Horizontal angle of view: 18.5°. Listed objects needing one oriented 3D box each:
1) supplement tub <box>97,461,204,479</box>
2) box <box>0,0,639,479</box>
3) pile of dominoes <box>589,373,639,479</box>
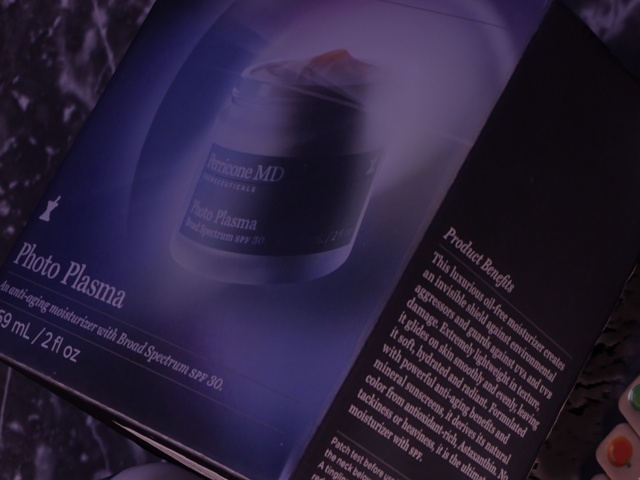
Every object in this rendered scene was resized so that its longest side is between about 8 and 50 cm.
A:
[{"bbox_3d":[-0.150,0.233,1.267,0.199,0.144,0.144,-24,63,38],"label":"supplement tub"},{"bbox_3d":[0.000,0.000,1.112,0.296,0.183,0.294,19,75,45],"label":"box"},{"bbox_3d":[0.189,0.181,1.023,0.196,0.040,0.251,31,100,44],"label":"pile of dominoes"}]
